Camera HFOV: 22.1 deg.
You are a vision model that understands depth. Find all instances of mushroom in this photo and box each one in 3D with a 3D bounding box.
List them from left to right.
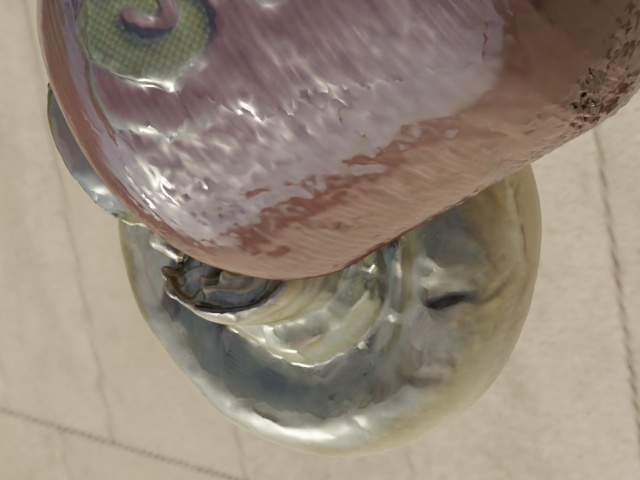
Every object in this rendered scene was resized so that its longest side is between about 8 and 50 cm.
[{"bbox_3d":[0.000,0.000,0.821,0.226,0.178,0.227,3,100,19],"label":"mushroom"}]

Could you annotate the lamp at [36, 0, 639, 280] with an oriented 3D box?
[{"bbox_3d":[0.012,-0.094,0.546,0.258,0.180,0.180,-32,77,30],"label":"lamp"}]
